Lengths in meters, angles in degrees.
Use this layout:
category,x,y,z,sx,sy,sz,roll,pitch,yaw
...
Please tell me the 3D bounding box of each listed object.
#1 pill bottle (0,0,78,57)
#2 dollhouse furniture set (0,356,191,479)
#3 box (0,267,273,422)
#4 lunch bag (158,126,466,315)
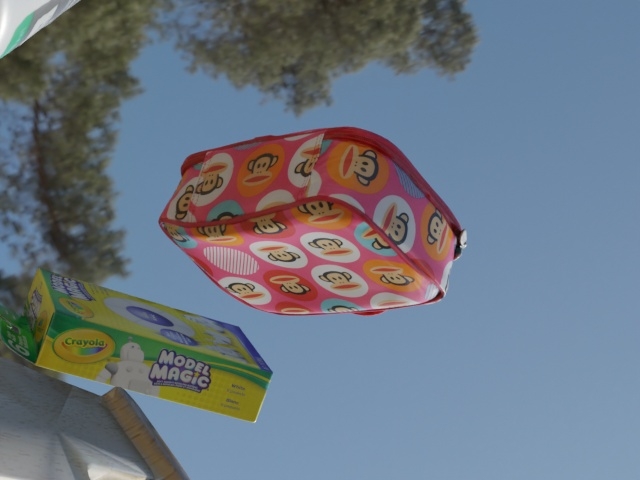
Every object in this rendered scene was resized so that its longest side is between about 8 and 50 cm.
category,x,y,z,sx,sy,sz,roll,pitch,yaw
pill bottle,-0.207,-0.281,0.985,0.204,0.361,0.204,17,-49,21
dollhouse furniture set,-0.068,0.240,0.465,0.362,0.256,0.394,-39,-108,0
box,-0.131,0.067,0.913,0.043,0.179,0.105,-71,-158,9
lunch bag,0.000,0.000,1.453,0.293,0.120,0.258,-6,-37,39
